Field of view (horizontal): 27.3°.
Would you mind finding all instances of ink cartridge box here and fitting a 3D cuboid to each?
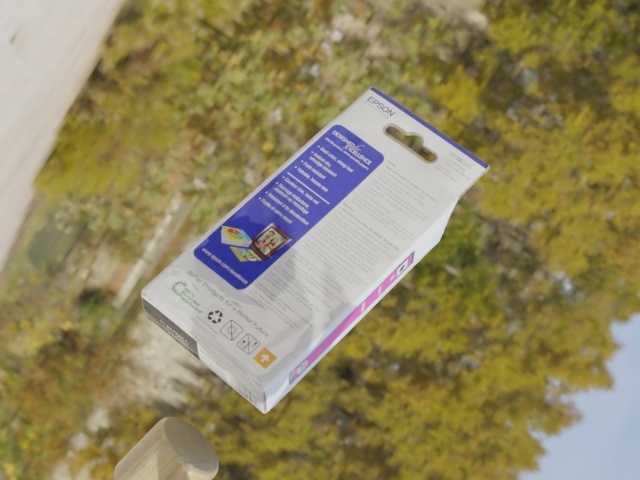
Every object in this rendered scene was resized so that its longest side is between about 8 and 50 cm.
[{"bbox_3d":[0.000,0.000,1.418,0.371,0.175,0.069,-44,157,-22],"label":"ink cartridge box"}]

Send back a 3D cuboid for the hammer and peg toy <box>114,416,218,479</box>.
[{"bbox_3d":[-0.025,0.312,0.984,0.127,0.361,0.266,-42,-155,20],"label":"hammer and peg toy"}]
